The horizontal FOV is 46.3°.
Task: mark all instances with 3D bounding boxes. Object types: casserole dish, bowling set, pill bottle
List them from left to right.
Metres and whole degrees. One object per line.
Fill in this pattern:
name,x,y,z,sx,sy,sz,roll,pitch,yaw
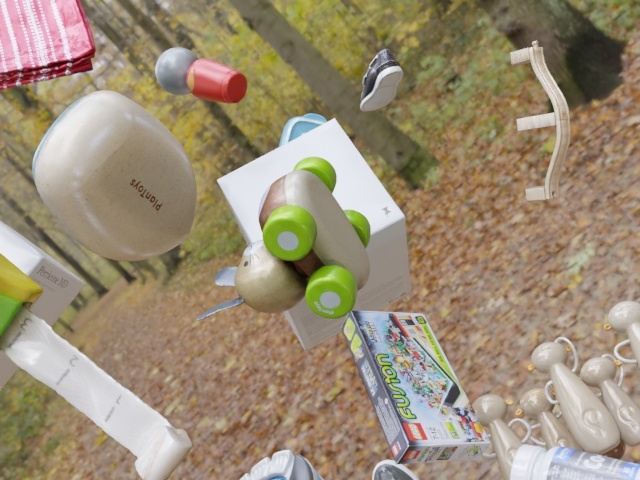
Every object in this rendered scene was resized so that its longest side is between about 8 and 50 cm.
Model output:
casserole dish,-0.027,-0.155,1.427,0.037,0.114,0.188,121,162,-84
bowling set,0.340,0.225,1.007,0.287,0.154,0.200,-26,-30,1
pill bottle,0.282,0.267,0.808,0.137,0.078,0.078,4,39,36

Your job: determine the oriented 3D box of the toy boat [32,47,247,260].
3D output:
toy boat,-0.236,-0.128,1.009,0.148,0.267,0.318,22,68,32

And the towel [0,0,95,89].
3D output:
towel,-0.430,-0.267,0.925,0.275,0.198,0.031,-16,-21,-10

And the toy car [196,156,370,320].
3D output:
toy car,-0.055,0.021,0.819,0.188,0.149,0.155,-26,21,23

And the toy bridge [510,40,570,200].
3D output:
toy bridge,0.265,-0.143,0.890,0.026,0.188,0.063,-11,6,-31

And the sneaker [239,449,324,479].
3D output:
sneaker,-0.065,0.240,0.599,0.191,0.083,0.071,-29,42,19

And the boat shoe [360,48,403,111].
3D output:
boat shoe,0.076,-0.210,0.996,0.046,0.038,0.125,-15,-12,-10

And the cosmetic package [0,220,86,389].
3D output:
cosmetic package,-0.554,0.148,1.131,0.365,0.155,0.197,-53,-11,-10

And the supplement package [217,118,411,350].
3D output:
supplement package,0.000,0.000,1.132,0.199,0.198,0.262,-28,-28,-6

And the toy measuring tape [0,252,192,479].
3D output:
toy measuring tape,-0.231,0.050,0.473,0.121,0.330,0.121,-51,-9,-11

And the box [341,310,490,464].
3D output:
box,0.110,0.172,0.908,0.036,0.114,0.207,-66,32,34

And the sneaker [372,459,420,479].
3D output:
sneaker,0.149,0.521,1.273,0.105,0.295,0.147,-25,-20,16
